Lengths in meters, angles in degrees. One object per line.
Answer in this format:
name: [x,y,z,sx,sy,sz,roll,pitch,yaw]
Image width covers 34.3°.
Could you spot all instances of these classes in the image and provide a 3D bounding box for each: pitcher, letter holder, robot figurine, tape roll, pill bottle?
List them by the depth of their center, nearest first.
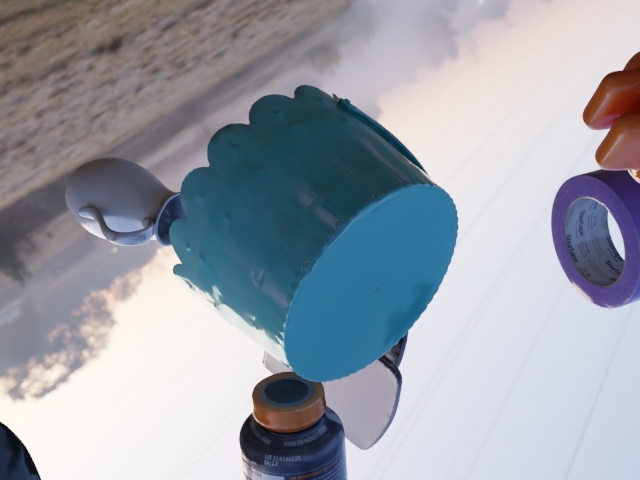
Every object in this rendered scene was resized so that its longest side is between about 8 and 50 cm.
robot figurine: [0.347,-0.110,0.910,0.219,0.128,0.158,-6,-153,-10]
pill bottle: [-0.031,0.284,1.271,0.130,0.246,0.130,-3,-154,1]
letter holder: [0.056,0.131,1.400,0.152,0.214,0.302,-42,163,-25]
tape roll: [0.404,-0.007,1.416,0.080,0.189,0.189,-15,180,-21]
pitcher: [-0.298,-0.047,1.554,0.207,0.126,0.177,18,-157,29]

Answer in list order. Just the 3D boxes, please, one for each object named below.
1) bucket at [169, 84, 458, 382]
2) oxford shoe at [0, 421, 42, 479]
bucket: [0.000,0.000,1.089,0.281,0.183,0.281,-30,142,-28]
oxford shoe: [-0.303,0.187,0.870,0.076,0.212,0.076,-21,-156,24]
